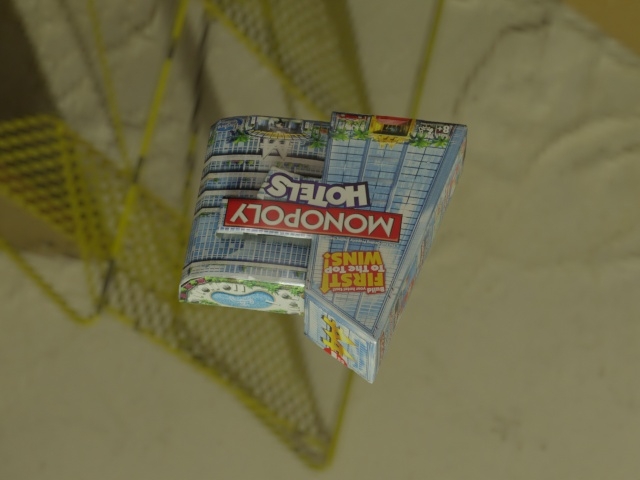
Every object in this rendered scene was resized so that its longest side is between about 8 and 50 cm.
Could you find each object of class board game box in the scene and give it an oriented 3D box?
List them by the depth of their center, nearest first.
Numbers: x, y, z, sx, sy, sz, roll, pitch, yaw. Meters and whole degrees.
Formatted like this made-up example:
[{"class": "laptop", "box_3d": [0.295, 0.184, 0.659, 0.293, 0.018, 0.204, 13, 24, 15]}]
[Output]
[{"class": "board game box", "box_3d": [0.000, 0.000, 1.367, 0.194, 0.194, 0.060, 6, 146, 4]}]
